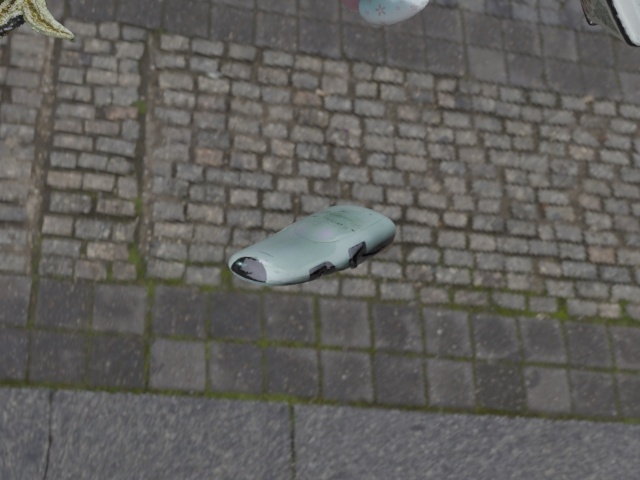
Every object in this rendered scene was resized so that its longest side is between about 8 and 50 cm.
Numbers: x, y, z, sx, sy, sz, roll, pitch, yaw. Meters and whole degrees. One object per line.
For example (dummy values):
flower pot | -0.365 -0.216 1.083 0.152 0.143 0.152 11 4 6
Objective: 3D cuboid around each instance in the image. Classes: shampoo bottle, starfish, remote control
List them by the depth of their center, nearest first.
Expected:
remote control | -0.001 0.002 1.088 0.097 0.045 0.256 18 24 28
starfish | -0.348 -0.290 1.211 0.176 0.208 0.053 51 23 19
shampoo bottle | 0.411 -0.353 1.453 0.071 0.284 0.153 -23 99 10

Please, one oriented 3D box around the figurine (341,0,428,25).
figurine | 0.081 -0.461 1.469 0.284 0.315 0.206 32 85 42
